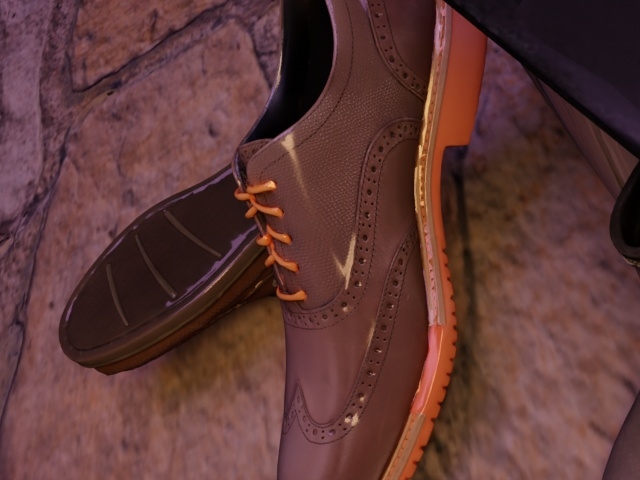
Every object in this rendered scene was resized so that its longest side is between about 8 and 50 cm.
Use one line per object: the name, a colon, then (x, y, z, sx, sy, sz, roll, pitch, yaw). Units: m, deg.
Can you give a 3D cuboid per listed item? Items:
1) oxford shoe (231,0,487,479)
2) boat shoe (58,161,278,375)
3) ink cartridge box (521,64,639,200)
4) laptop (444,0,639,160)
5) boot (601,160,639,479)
oxford shoe: (0.000, 0.000, 0.555, 0.130, 0.133, 0.363, -8, 73, 59)
boat shoe: (-0.048, 0.003, 0.690, 0.307, 0.104, 0.110, -39, 48, 1)
ink cartridge box: (0.207, -0.138, 0.554, 0.171, 0.168, 0.232, -31, 41, 13)
laptop: (0.299, -0.084, 0.343, 0.382, 0.408, 0.236, -39, 14, 3)
boot: (0.166, 0.039, 0.429, 0.083, 0.161, 0.246, 11, 65, 47)
